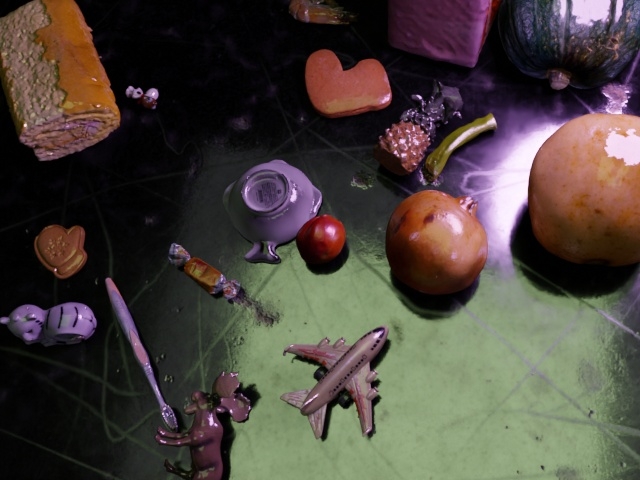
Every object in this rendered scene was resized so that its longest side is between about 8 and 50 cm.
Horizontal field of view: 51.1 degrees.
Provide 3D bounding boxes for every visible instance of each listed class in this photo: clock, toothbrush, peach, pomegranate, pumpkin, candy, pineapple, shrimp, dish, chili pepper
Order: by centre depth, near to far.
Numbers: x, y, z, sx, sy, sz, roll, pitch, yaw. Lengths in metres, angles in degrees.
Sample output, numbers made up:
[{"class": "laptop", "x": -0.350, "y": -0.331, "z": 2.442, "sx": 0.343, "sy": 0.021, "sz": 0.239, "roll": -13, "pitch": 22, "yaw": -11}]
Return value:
[{"class": "pomegranate", "x": 0.530, "y": -0.087, "z": 1.255, "sx": 0.307, "sy": 0.307, "sz": 0.307, "roll": -3, "pitch": 70, "yaw": 8}, {"class": "pomegranate", "x": 0.226, "y": 0.010, "z": 1.297, "sx": 0.209, "sy": 0.209, "sz": 0.209, "roll": -3, "pitch": 70, "yaw": 8}, {"class": "peach", "x": 0.000, "y": 0.001, "z": 1.391, "sx": 0.100, "sy": 0.101, "sz": 0.101, "roll": -3, "pitch": 70, "yaw": 8}, {"class": "toothbrush", "x": -0.377, "y": 0.232, "z": 1.395, "sx": 0.028, "sy": 0.037, "sz": 0.375, "roll": -22, "pitch": 65, "yaw": -21}, {"class": "clock", "x": -0.565, "y": 0.171, "z": 1.398, "sx": 0.176, "sy": 0.117, "sz": 0.080, "roll": -7, "pitch": 69, "yaw": 5}, {"class": "pumpkin", "x": 0.541, "y": -0.472, "z": 1.398, "sx": 0.292, "sy": 0.197, "sz": 0.264, "roll": 7, "pitch": 79, "yaw": -3}, {"class": "candy", "x": -0.251, "y": 0.070, "z": 1.428, "sx": 0.182, "sy": 0.046, "sz": 0.053, "roll": 33, "pitch": 75, "yaw": 13}, {"class": "pineapple", "x": 0.218, "y": -0.248, "z": 1.445, "sx": 0.119, "sy": 0.111, "sz": 0.237, "roll": 38, "pitch": 74, "yaw": 0}, {"class": "dish", "x": -0.114, "y": -0.079, "z": 1.445, "sx": 0.224, "sy": 0.078, "sz": 0.246, "roll": 4, "pitch": 71, "yaw": 9}, {"class": "chili pepper", "x": 0.297, "y": -0.209, "z": 1.450, "sx": 0.201, "sy": 0.050, "sz": 0.052, "roll": -38, "pitch": 33, "yaw": -4}, {"class": "shrimp", "x": 0.009, "y": -0.561, "z": 1.631, "sx": 0.180, "sy": 0.041, "sz": 0.099, "roll": 17, "pitch": 59, "yaw": 15}]

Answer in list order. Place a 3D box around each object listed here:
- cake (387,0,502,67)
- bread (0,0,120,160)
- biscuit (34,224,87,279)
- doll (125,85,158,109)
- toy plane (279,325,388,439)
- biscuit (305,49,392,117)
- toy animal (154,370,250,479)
[{"class": "cake", "x": 0.281, "y": -0.564, "z": 1.447, "sx": 0.230, "sy": 0.309, "sz": 0.237, "roll": 19, "pitch": 71, "yaw": 12}, {"class": "bread", "x": -0.630, "y": -0.396, "z": 1.592, "sx": 0.236, "sy": 0.165, "sz": 0.375, "roll": -26, "pitch": 67, "yaw": -4}, {"class": "biscuit", "x": -0.581, "y": 0.014, "z": 1.510, "sx": 0.140, "sy": 0.023, "sz": 0.118, "roll": 36, "pitch": 79, "yaw": 19}, {"class": "doll", "x": -0.430, "y": -0.347, "z": 1.612, "sx": 0.085, "sy": 0.040, "sz": 0.058, "roll": 6, "pitch": 58, "yaw": 6}, {"class": "toy plane", "x": 0.043, "y": 0.256, "z": 1.290, "sx": 0.244, "sy": 0.092, "sz": 0.229, "roll": -43, "pitch": 68, "yaw": -9}, {"class": "biscuit", "x": 0.060, "y": -0.375, "z": 1.551, "sx": 0.192, "sy": 0.036, "sz": 0.186, "roll": -9, "pitch": 67, "yaw": 4}, {"class": "toy animal", "x": -0.220, "y": 0.367, "z": 1.287, "sx": 0.186, "sy": 0.094, "sz": 0.214, "roll": -9, "pitch": 89, "yaw": -9}]
